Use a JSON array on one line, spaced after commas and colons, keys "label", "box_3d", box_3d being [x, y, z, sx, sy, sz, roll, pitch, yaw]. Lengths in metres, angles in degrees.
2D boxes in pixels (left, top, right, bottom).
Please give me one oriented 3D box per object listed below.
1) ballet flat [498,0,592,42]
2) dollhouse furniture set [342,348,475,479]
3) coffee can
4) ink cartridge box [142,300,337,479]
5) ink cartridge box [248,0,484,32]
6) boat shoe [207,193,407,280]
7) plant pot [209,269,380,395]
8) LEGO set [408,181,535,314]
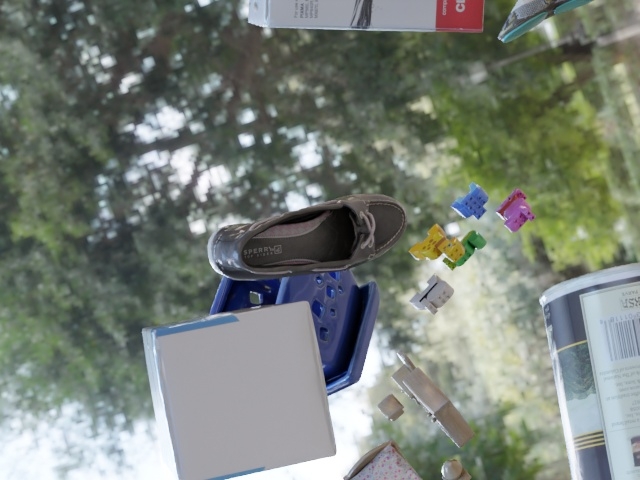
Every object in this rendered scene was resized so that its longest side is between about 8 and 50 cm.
[{"label": "ballet flat", "box_3d": [0.219, -0.234, 1.217, 0.041, 0.114, 0.041, 62, 174, 12]}, {"label": "dollhouse furniture set", "box_3d": [0.124, 0.440, 2.574, 0.303, 0.355, 0.174, 47, 175, 44]}, {"label": "coffee can", "box_3d": [0.338, 0.173, 1.216, 0.201, 0.202, 0.275, 37, -136, -69]}, {"label": "ink cartridge box", "box_3d": [-0.115, 0.192, 1.609, 0.270, 0.198, 0.197, 162, 98, -78]}, {"label": "ink cartridge box", "box_3d": [0.052, -0.326, 1.571, 0.197, 0.273, 0.114, -129, 39, -75]}, {"label": "boat shoe", "box_3d": [0.000, 0.000, 1.832, 0.095, 0.335, 0.112, 5, 105, 62]}, {"label": "plant pot", "box_3d": [-0.044, 0.142, 2.076, 0.212, 0.236, 0.236, 34, -131, -22]}, {"label": "LEGO set", "box_3d": [0.203, 0.004, 1.739, 0.087, 0.227, 0.093, 43, 180, -23]}]
